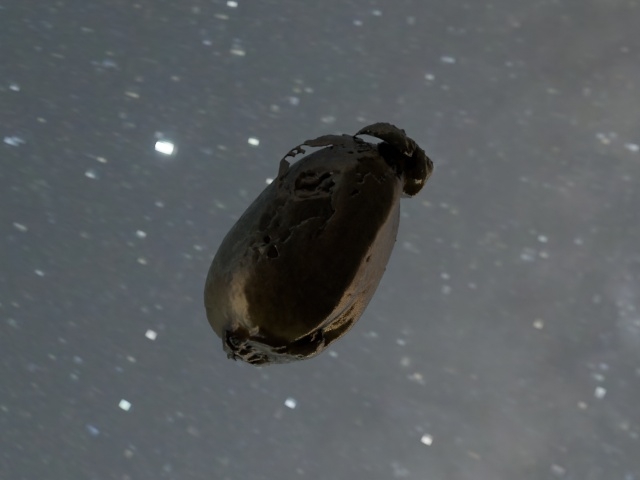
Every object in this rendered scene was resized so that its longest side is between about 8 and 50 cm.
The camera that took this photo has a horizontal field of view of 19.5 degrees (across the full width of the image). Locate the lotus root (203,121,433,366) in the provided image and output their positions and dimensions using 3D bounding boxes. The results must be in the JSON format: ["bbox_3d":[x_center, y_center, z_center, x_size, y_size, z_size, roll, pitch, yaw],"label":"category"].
[{"bbox_3d":[-0.002,-0.002,0.974,0.165,0.088,0.088,-51,-58,-20],"label":"lotus root"}]
